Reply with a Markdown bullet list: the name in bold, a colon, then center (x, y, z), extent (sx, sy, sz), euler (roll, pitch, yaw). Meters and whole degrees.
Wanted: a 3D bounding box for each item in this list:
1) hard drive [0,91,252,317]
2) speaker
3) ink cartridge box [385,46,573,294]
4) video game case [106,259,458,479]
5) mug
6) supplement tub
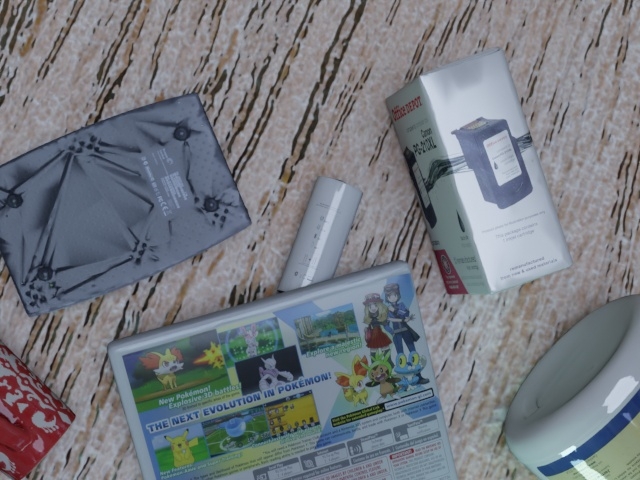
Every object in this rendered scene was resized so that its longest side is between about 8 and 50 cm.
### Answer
- **hard drive**: center (-0.220, -0.038, 1.363), extent (0.254, 0.054, 0.172), euler (-23, 91, -10)
- **speaker**: center (0.000, 0.000, 1.398), extent (0.055, 0.055, 0.136), euler (20, 84, -8)
- **ink cartridge box**: center (0.164, -0.068, 1.369), extent (0.100, 0.172, 0.237), euler (-18, 90, -10)
- **video game case**: center (-0.030, 0.205, 1.366), extent (0.329, 0.036, 0.300), euler (-15, 102, -9)
- **mug**: center (-0.347, 0.166, 1.293), extent (0.169, 0.150, 0.113), euler (44, 115, -10)
- **supplement tub**: center (0.378, 0.235, 1.363), extent (0.316, 0.228, 0.228), euler (43, 82, -6)
